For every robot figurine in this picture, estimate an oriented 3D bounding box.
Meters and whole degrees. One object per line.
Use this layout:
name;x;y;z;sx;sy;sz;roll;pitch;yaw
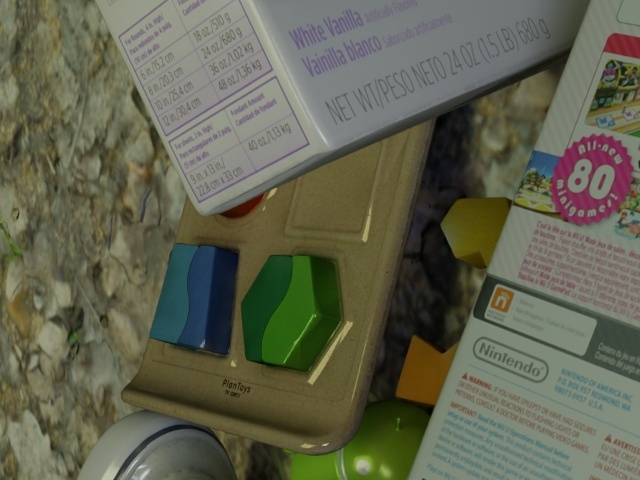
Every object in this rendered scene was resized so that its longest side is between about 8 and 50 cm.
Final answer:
robot figurine;0.027;0.126;0.802;0.101;0.067;0.115;48;146;-7

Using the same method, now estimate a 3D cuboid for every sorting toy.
sorting toy;0.000;0.000;0.791;0.307;0.041;0.229;5;74;52

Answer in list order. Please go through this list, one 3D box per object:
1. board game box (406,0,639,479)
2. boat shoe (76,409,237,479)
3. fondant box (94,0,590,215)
board game box;0.173;0.022;0.500;0.224;0.097;0.303;22;91;43
boat shoe;-0.076;0.294;0.896;0.156;0.136;0.367;20;110;50
fondant box;-0.012;-0.206;0.628;0.096;0.238;0.330;-26;90;50
